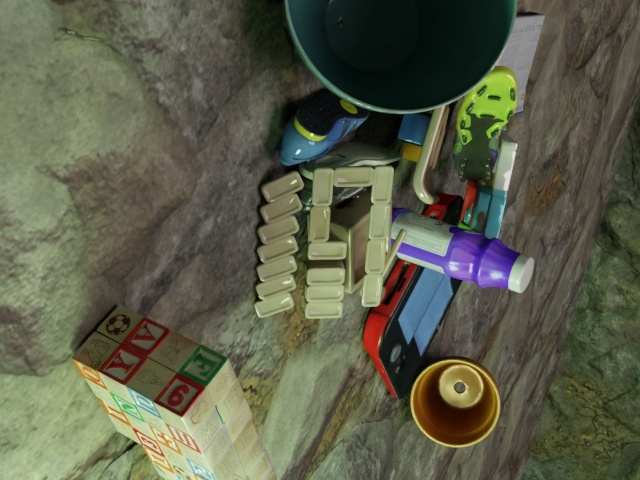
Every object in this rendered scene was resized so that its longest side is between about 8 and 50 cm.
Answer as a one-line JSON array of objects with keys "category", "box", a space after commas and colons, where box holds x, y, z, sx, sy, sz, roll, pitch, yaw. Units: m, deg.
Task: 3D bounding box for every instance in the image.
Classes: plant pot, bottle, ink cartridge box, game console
[{"category": "plant pot", "box": [0.086, -0.304, 1.128, 0.195, 0.290, 0.290, -164, -86, -81]}, {"category": "bottle", "box": [0.242, 0.019, 1.549, 0.118, 0.282, 0.092, 3, 104, -60]}, {"category": "ink cartridge box", "box": [0.400, -0.373, 1.832, 0.223, 0.045, 0.224, -23, 128, -54]}, {"category": "game console", "box": [0.222, 0.120, 1.817, 0.387, 0.060, 0.342, -59, 150, -19]}, {"category": "plant pot", "box": [0.329, 0.368, 2.042, 0.188, 0.205, 0.205, -10, 117, -75]}]

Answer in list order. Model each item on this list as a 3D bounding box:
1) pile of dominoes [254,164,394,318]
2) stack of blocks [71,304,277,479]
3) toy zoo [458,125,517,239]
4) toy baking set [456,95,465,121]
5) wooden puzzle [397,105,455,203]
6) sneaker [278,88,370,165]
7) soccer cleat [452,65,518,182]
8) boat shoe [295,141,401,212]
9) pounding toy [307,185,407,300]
[{"category": "pile of dominoes", "box": [0.000, 0.000, 1.274, 0.040, 0.195, 0.251, -110, -158, -62]}, {"category": "stack of blocks", "box": [-0.172, 0.229, 1.067, 0.087, 0.171, 0.297, -52, 148, -31]}, {"category": "toy zoo", "box": [0.321, -0.097, 1.663, 0.192, 0.030, 0.293, -116, -144, -80]}, {"category": "toy baking set", "box": [0.301, -0.332, 1.614, 0.197, 0.030, 0.256, -64, -179, 36]}, {"category": "wooden puzzle", "box": [0.196, -0.240, 1.454, 0.322, 0.080, 0.348, -18, 120, -80]}, {"category": "sneaker", "box": [0.001, -0.164, 1.253, 0.082, 0.069, 0.209, -54, 171, 34]}, {"category": "soccer cleat", "box": [0.279, -0.217, 1.491, 0.289, 0.093, 0.121, 89, 5, -60]}, {"category": "boat shoe", "box": [0.042, -0.103, 1.337, 0.233, 0.084, 0.079, -23, 132, -48]}, {"category": "pounding toy", "box": [0.060, 0.010, 1.420, 0.181, 0.094, 0.206, -41, 140, -42]}]
